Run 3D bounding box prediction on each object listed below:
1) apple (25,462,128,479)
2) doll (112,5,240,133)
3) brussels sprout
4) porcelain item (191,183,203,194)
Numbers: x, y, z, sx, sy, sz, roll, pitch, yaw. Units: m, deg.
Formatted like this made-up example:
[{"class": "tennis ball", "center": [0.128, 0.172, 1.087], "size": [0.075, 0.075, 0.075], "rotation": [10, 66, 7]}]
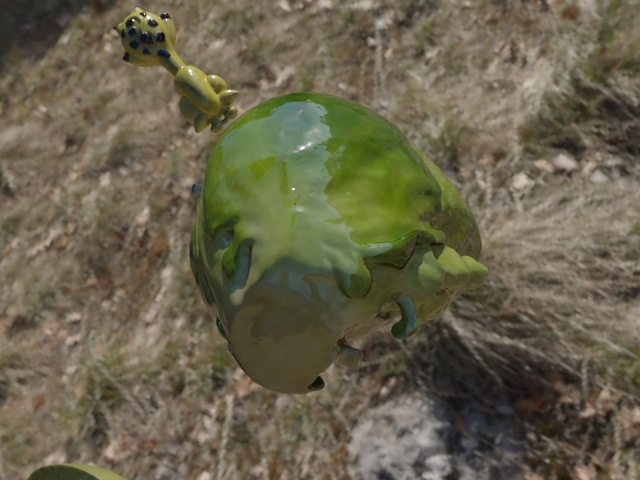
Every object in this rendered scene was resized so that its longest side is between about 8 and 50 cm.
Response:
[{"class": "apple", "center": [-0.346, 0.443, 1.461], "size": [0.254, 0.292, 0.291], "rotation": [27, 86, 32]}, {"class": "doll", "center": [-0.258, -0.310, 1.954], "size": [0.117, 0.291, 0.086], "rotation": [-46, -12, 8]}, {"class": "brussels sprout", "center": [0.000, 0.000, 1.194], "size": [0.276, 0.315, 0.371], "rotation": [-46, -1, 30]}, {"class": "porcelain item", "center": [-0.170, -0.082, 2.017], "size": [0.075, 0.136, 0.021], "rotation": [-100, 25, -85]}]
